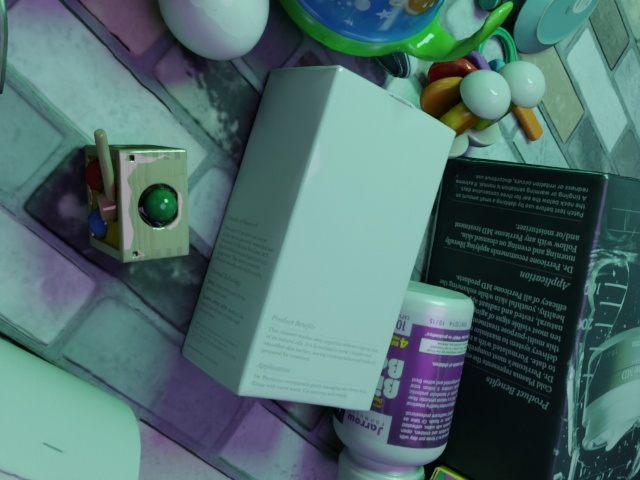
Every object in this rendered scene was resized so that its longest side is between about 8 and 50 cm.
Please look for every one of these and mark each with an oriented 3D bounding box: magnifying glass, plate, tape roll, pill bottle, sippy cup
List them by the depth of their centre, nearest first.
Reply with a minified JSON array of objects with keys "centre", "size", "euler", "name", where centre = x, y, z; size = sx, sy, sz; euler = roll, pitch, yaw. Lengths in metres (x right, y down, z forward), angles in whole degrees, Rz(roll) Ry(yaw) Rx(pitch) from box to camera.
[{"centre":[-0.304,0.218,0.562],"size":[0.169,0.246,0.246],"euler":[41,75,-34],"name":"tape roll"},{"centre":[0.076,-0.355,0.695],"size":[0.305,0.224,0.240],"euler":[15,76,-14],"name":"sippy cup"},{"centre":[0.110,0.213,0.919],"size":[0.169,0.169,0.302],"euler":[8,94,-38],"name":"pill bottle"},{"centre":[0.397,-0.377,1.036],"size":[0.188,0.024,0.188],"euler":[-24,150,-15],"name":"plate"},{"centre":[0.318,-0.257,1.074],"size":[0.231,0.026,0.092],"euler":[46,71,-32],"name":"magnifying glass"}]

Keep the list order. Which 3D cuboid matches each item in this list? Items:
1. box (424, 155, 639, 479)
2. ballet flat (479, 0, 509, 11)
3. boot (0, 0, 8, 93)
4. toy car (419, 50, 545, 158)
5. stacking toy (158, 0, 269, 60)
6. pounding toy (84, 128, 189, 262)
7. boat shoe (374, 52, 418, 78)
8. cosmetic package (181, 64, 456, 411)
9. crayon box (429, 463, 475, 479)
[{"centre":[0.425,0.128,1.067],"size":[0.479,0.297,0.472],"euler":[2,100,-37],"name":"box"},{"centre":[0.269,-0.454,0.966],"size":[0.074,0.074,0.203],"euler":[-26,120,-30],"name":"ballet flat"},{"centre":[-0.395,-0.231,0.513],"size":[0.228,0.091,0.263],"euler":[-20,107,-27],"name":"boot"},{"centre":[0.225,-0.217,0.952],"size":[0.181,0.159,0.136],"euler":[-21,75,-32],"name":"toy car"},{"centre":[-0.154,-0.377,0.565],"size":[0.351,0.350,0.480],"euler":[-47,140,-20],"name":"stacking toy"},{"centre":[-0.197,-0.049,0.651],"size":[0.100,0.141,0.130],"euler":[-7,103,-35],"name":"pounding toy"},{"centre":[0.054,-0.275,0.847],"size":[0.083,0.065,0.183],"euler":[-47,116,-20],"name":"boat shoe"},{"centre":[0.000,0.000,0.805],"size":[0.217,0.156,0.385],"euler":[21,86,-38],"name":"cosmetic package"},{"centre":[0.152,0.528,0.969],"size":[0.363,0.106,0.313],"euler":[-62,158,-10],"name":"crayon box"}]
